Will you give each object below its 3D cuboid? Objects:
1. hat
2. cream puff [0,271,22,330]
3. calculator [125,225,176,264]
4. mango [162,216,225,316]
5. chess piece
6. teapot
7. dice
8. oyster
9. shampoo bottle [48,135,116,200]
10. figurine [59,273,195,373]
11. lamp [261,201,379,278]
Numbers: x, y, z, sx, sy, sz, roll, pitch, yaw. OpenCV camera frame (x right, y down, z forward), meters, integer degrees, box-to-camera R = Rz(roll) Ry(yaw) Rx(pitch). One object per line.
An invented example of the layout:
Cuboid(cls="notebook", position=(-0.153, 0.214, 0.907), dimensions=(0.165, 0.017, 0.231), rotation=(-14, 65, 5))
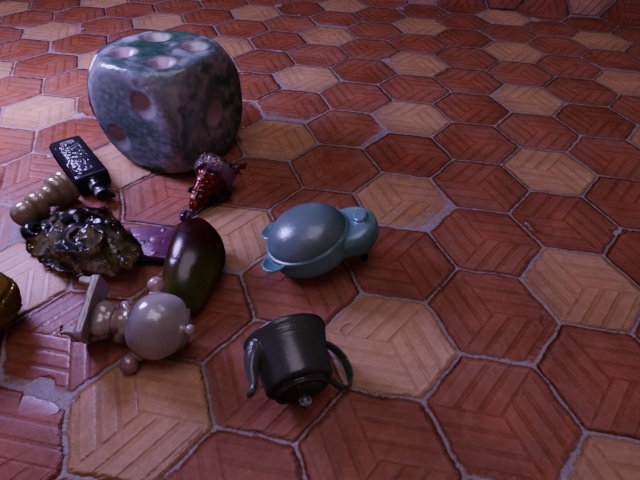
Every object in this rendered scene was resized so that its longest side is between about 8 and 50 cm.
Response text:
Cuboid(cls="hat", position=(-0.319, -0.139, 1.304), dimensions=(0.140, 0.129, 0.227), rotation=(24, 63, -1))
Cuboid(cls="cream puff", position=(-0.709, 0.137, 0.973), dimensions=(0.150, 0.115, 0.165), rotation=(7, 34, -4))
Cuboid(cls="calculator", position=(-0.424, 0.011, 1.176), dimensions=(0.191, 0.034, 0.126), rotation=(2, 45, 2))
Cuboid(cls="mango", position=(-0.290, 0.050, 1.081), dimensions=(0.133, 0.111, 0.267), rotation=(17, 48, -22))
Cuboid(cls="chess piece", position=(-0.747, -0.102, 1.256), dimensions=(0.094, 0.094, 0.170), rotation=(23, 55, 22))
Cuboid(cls="teapot", position=(-0.038, 0.239, 0.868), dimensions=(0.239, 0.162, 0.149), rotation=(9, 43, -37))
Cuboid(cls="dice", position=(-0.466, -0.428, 1.428), dimensions=(0.348, 0.330, 0.328), rotation=(22, 46, 19))
Cuboid(cls="oyster", position=(-0.585, 0.000, 1.129), dimensions=(0.221, 0.096, 0.361), rotation=(-37, 48, -22))
Cuboid(cls="shampoo bottle", position=(-0.698, -0.209, 1.375), dimensions=(0.098, 0.071, 0.309), rotation=(-28, 50, -29))
Cuboid(cls="figurine", position=(-0.367, 0.157, 0.940), dimensions=(0.257, 0.144, 0.181), rotation=(5, 42, 3))
Cuboid(cls="lamp", position=(-0.002, -0.009, 1.123), dimensions=(0.284, 0.147, 0.209), rotation=(-2, 41, -5))
